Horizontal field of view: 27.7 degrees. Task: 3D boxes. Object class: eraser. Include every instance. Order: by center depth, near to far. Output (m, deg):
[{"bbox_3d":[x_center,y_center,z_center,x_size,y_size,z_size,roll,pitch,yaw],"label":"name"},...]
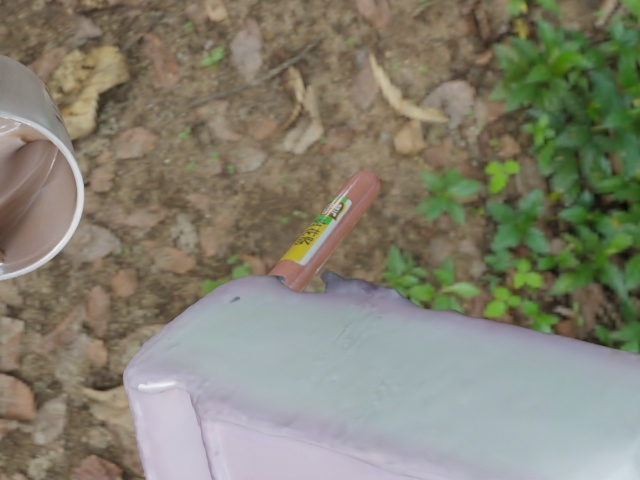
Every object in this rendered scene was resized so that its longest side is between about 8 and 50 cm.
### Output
[{"bbox_3d":[0.058,0.212,0.641,0.122,0.272,0.359,-36,127,-41],"label":"eraser"}]

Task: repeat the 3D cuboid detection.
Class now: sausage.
[{"bbox_3d":[0.000,0.000,1.028,0.029,0.029,0.223,59,38,-16],"label":"sausage"}]

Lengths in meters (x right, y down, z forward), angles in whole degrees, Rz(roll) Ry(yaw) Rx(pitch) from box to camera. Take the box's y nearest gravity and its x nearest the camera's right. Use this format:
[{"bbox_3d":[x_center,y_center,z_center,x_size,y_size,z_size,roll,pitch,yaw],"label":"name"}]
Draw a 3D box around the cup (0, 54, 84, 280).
[{"bbox_3d":[-0.359,-0.115,1.343,0.192,0.200,0.252,-14,124,-9],"label":"cup"}]
